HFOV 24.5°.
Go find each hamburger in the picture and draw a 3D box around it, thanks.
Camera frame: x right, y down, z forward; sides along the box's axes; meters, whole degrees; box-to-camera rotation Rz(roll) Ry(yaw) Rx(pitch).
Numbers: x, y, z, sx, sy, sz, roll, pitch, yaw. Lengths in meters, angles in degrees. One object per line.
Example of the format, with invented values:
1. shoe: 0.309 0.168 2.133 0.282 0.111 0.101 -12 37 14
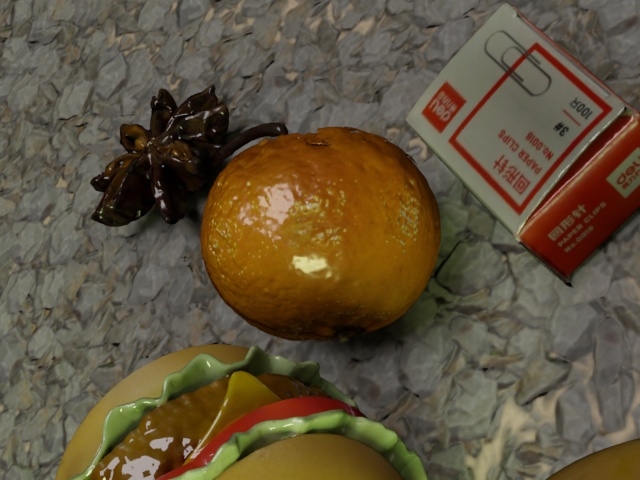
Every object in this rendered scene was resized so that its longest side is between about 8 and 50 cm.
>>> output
1. hamburger: -0.045 0.224 1.025 0.274 0.274 0.212 -54 39 1

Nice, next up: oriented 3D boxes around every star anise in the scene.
1. star anise: -0.137 -0.069 1.393 0.177 0.073 0.234 -49 29 -5

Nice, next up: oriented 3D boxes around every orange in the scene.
1. orange: 0.000 0.000 1.174 0.193 0.193 0.161 -17 63 31

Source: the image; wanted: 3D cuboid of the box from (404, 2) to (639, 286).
1. box: 0.168 -0.079 1.142 0.133 0.099 0.182 -46 46 11

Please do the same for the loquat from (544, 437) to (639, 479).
1. loquat: 0.206 0.226 0.850 0.235 0.235 0.235 -19 55 30
